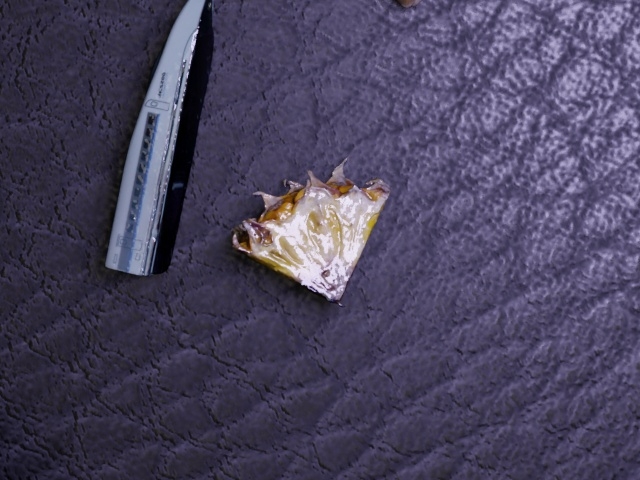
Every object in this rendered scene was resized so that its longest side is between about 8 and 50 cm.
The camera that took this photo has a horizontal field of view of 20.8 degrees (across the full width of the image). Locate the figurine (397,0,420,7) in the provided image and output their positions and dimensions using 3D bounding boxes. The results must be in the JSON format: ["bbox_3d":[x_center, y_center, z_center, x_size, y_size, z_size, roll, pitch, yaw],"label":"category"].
[{"bbox_3d":[0.024,-0.312,1.359,0.177,0.173,0.247,-43,88,5],"label":"figurine"}]

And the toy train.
[{"bbox_3d":[-0.131,-0.097,1.444,0.048,0.055,0.251,13,93,14],"label":"toy train"}]

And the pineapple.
[{"bbox_3d":[0.000,0.000,1.427,0.137,0.069,0.116,-21,90,4],"label":"pineapple"}]
